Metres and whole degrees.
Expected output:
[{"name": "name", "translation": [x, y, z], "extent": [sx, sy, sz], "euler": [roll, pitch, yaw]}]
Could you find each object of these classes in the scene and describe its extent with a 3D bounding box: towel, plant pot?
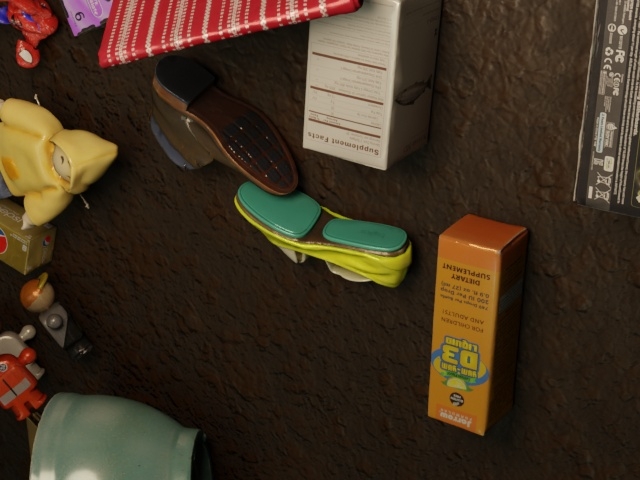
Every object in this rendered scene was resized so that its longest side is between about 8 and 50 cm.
[{"name": "towel", "translation": [-0.084, -0.266, 1.163], "extent": [0.274, 0.199, 0.031], "euler": [-10, 136, 15]}, {"name": "plant pot", "translation": [-0.250, 0.347, 1.544], "extent": [0.196, 0.293, 0.293], "euler": [-3, 111, 5]}]

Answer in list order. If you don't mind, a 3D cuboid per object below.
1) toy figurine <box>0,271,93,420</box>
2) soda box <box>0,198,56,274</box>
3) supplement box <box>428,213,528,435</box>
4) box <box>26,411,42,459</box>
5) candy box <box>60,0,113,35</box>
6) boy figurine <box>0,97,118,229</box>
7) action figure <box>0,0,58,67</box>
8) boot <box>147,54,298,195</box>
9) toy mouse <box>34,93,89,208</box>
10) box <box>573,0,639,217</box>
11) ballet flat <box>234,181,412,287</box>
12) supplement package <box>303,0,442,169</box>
[{"name": "toy figurine", "translation": [-0.450, 0.162, 1.605], "extent": [0.213, 0.209, 0.148], "euler": [-28, 106, 38]}, {"name": "soda box", "translation": [-0.464, -0.026, 1.627], "extent": [0.181, 0.058, 0.061], "euler": [29, 124, 19]}, {"name": "supplement box", "translation": [0.173, 0.095, 1.267], "extent": [0.078, 0.080, 0.233], "euler": [15, 120, 29]}, {"name": "box", "translation": [-0.398, 0.385, 1.757], "extent": [0.164, 0.021, 0.201], "euler": [28, 125, 44]}, {"name": "candy box", "translation": [-0.231, -0.348, 1.327], "extent": [0.196, 0.070, 0.165], "euler": [-14, 103, 35]}, {"name": "boy figurine", "translation": [-0.380, -0.095, 1.483], "extent": [0.285, 0.092, 0.177], "euler": [6, 111, 33]}, {"name": "action figure", "translation": [-0.395, -0.339, 1.397], "extent": [0.091, 0.139, 0.280], "euler": [20, 123, 36]}, {"name": "boot", "translation": [-0.121, -0.117, 1.374], "extent": [0.219, 0.082, 0.106], "euler": [45, 146, 7]}, {"name": "toy mouse", "translation": [-0.379, -0.116, 1.549], "extent": [0.143, 0.031, 0.161], "euler": [-5, 107, 33]}, {"name": "box", "translation": [0.399, -0.191, 0.986], "extent": [0.318, 0.097, 0.395], "euler": [14, 118, 29]}, {"name": "ballet flat", "translation": [0.000, 0.000, 1.341], "extent": [0.231, 0.077, 0.077], "euler": [19, 136, 22]}, {"name": "supplement package", "translation": [0.054, -0.182, 1.200], "extent": [0.105, 0.105, 0.179], "euler": [17, 119, 25]}]
